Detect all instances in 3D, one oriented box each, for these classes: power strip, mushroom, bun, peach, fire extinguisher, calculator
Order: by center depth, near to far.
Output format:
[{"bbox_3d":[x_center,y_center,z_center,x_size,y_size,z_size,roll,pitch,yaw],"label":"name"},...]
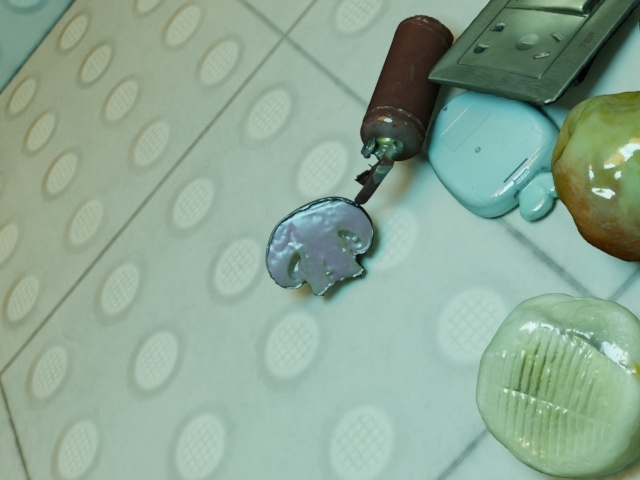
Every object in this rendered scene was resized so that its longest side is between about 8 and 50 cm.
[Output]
[{"bbox_3d":[0.308,0.168,1.082,0.229,0.145,0.229,7,102,33],"label":"bun"},{"bbox_3d":[0.397,-0.095,1.124,0.214,0.214,0.235,-40,28,16],"label":"peach"},{"bbox_3d":[0.266,-0.136,1.369,0.184,0.042,0.295,-47,42,10],"label":"calculator"},{"bbox_3d":[0.333,-0.300,1.376,0.257,0.092,0.251,25,74,48],"label":"power strip"},{"bbox_3d":[0.123,-0.208,1.464,0.147,0.106,0.337,-50,16,57],"label":"fire extinguisher"},{"bbox_3d":[0.000,0.000,1.476,0.188,0.141,0.117,-28,15,10],"label":"mushroom"}]
